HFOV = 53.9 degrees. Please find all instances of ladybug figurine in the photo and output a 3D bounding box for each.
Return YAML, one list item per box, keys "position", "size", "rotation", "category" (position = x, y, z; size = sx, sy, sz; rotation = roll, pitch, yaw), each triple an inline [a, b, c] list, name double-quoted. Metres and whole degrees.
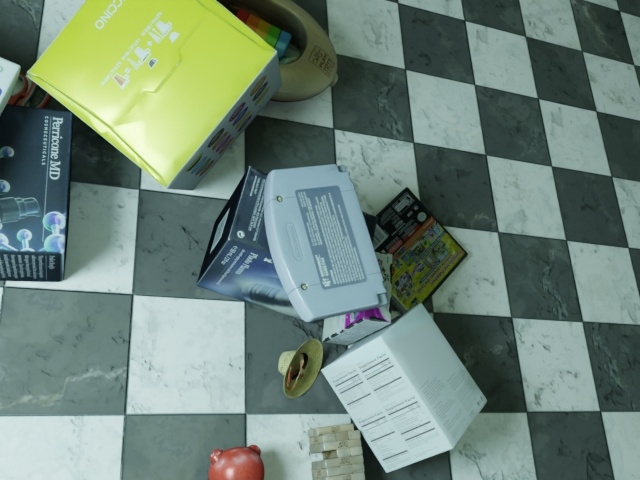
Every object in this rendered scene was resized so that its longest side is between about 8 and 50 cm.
- position: [-0.166, -0.495, 1.610]
  size: [0.449, 0.162, 0.305]
  rotation: [27, 62, -11]
  category: "ladybug figurine"

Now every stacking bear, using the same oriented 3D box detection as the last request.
- position: [-0.148, 0.545, 1.208]
  size: [0.175, 0.164, 0.289]
  rotation: [-1, 66, -24]
  category: "stacking bear"

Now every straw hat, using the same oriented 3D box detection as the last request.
- position: [-0.060, 0.274, 1.400]
  size: [0.061, 0.145, 0.144]
  rotation: [16, 54, 32]
  category: "straw hat"

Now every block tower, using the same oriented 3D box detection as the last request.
- position: [0.043, 0.561, 1.316]
  size: [0.097, 0.091, 0.336]
  rotation: [0, 69, -22]
  category: "block tower"

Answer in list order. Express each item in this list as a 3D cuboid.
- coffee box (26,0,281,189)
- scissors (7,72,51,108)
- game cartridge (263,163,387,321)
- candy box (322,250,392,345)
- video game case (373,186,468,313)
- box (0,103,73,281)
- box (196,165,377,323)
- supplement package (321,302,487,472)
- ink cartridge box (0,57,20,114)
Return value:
- position: [-0.316, -0.336, 1.314]
  size: [0.338, 0.334, 0.338]
  rotation: [39, 91, -4]
  category: "coffee box"
- position: [-0.687, -0.250, 1.366]
  size: [0.108, 0.021, 0.297]
  rotation: [23, 62, -13]
  category: "scissors"
- position: [0.000, 0.000, 1.204]
  size: [0.198, 0.062, 0.298]
  rotation: [-9, 74, -22]
  category: "game cartridge"
- position: [0.081, 0.134, 1.421]
  size: [0.071, 0.233, 0.159]
  rotation: [12, 66, -19]
  category: "candy box"
- position: [0.226, 0.028, 1.643]
  size: [0.248, 0.035, 0.275]
  rotation: [47, 58, 1]
  category: "video game case"
- position: [-0.684, -0.091, 1.188]
  size: [0.395, 0.212, 0.294]
  rotation: [3, 71, -23]
  category: "box"
- position: [-0.079, 0.026, 1.359]
  size: [0.293, 0.296, 0.183]
  rotation: [19, 63, -15]
  category: "box"
- position: [0.184, 0.319, 1.382]
  size: [0.199, 0.198, 0.263]
  rotation: [-26, 81, -52]
  category: "supplement package"
- position: [-0.636, -0.181, 1.007]
  size: [0.175, 0.069, 0.371]
  rotation: [22, 50, -22]
  category: "ink cartridge box"
